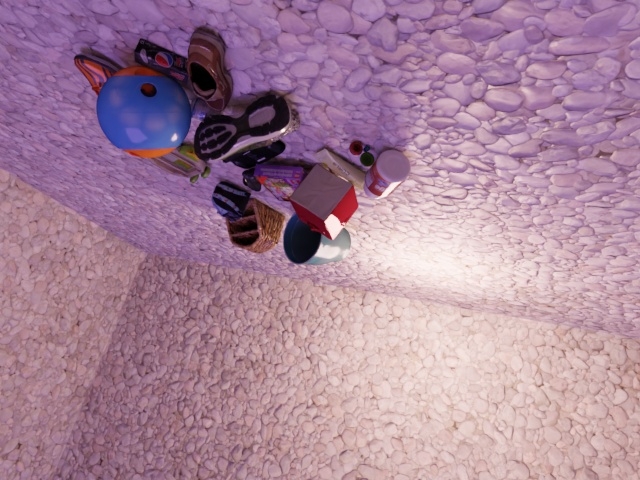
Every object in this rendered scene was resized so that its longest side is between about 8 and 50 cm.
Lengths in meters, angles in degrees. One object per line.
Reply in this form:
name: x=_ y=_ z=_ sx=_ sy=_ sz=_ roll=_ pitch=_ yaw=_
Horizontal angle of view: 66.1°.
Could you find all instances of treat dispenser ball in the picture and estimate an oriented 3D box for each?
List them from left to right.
treat dispenser ball: x=-0.563 y=-0.410 z=1.583 sx=0.289 sy=0.287 sz=0.288 roll=14 pitch=162 yaw=5

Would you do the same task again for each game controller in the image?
game controller: x=-0.273 y=-0.349 z=1.907 sx=0.167 sy=0.067 sz=0.319 roll=11 pitch=168 yaw=-35

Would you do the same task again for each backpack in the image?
backpack: x=-0.440 y=-0.188 z=2.333 sx=0.173 sy=0.158 sz=0.117 roll=28 pitch=151 yaw=-26

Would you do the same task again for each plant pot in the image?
plant pot: x=0.000 y=0.000 z=2.391 sx=0.272 sy=0.271 sz=0.255 roll=-3 pitch=168 yaw=45

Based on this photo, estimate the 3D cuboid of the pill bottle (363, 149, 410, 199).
pill bottle: x=0.226 y=-0.223 z=1.740 sx=0.121 sy=0.121 sz=0.216 roll=18 pitch=162 yaw=-7

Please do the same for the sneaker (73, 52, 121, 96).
sneaker: x=-0.717 y=-0.475 z=1.679 sx=0.125 sy=0.179 sz=0.321 roll=8 pitch=160 yaw=34

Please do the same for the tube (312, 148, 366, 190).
tube: x=0.085 y=-0.267 z=1.837 sx=0.240 sy=0.062 sz=0.070 roll=30 pitch=117 yaw=-25

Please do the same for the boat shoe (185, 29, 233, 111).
boat shoe: x=-0.341 y=-0.478 z=1.471 sx=0.123 sy=0.116 sz=0.324 roll=15 pitch=162 yaw=4

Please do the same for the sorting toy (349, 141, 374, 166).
sorting toy: x=0.142 y=-0.298 z=1.692 sx=0.102 sy=0.061 sz=0.042 roll=47 pitch=170 yaw=-8

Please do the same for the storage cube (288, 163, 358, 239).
storage cube: x=0.017 y=-0.148 z=1.938 sx=0.184 sy=0.215 sz=0.193 roll=34 pitch=168 yaw=21

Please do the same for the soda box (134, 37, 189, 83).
soda box: x=-0.473 y=-0.542 z=1.494 sx=0.169 sy=0.053 sz=0.060 roll=20 pitch=161 yaw=-14

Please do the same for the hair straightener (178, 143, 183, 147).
hair straightener: x=-0.629 y=-0.422 z=1.914 sx=0.047 sy=0.088 sz=0.230 roll=-2 pitch=155 yaw=38

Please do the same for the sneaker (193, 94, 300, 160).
sneaker: x=-0.243 y=-0.347 z=1.655 sx=0.411 sy=0.157 sz=0.182 roll=-10 pitch=170 yaw=26

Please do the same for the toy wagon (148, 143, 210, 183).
toy wagon: x=-0.608 y=-0.354 z=2.132 sx=0.267 sy=0.068 sz=0.345 roll=28 pitch=157 yaw=-34

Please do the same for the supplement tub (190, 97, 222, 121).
supplement tub: x=-0.392 y=-0.442 z=1.693 sx=0.107 sy=0.070 sz=0.071 roll=18 pitch=161 yaw=-6

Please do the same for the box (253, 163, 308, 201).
box: x=-0.129 y=-0.230 z=2.050 sx=0.201 sy=0.057 sz=0.293 roll=6 pitch=166 yaw=18

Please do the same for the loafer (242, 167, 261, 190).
loafer: x=-0.292 y=-0.259 z=2.096 sx=0.079 sy=0.076 sz=0.223 roll=-1 pitch=171 yaw=-3

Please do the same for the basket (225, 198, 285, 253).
basket: x=-0.369 y=-0.063 z=2.547 sx=0.223 sy=0.213 sz=0.299 roll=29 pitch=157 yaw=-37
